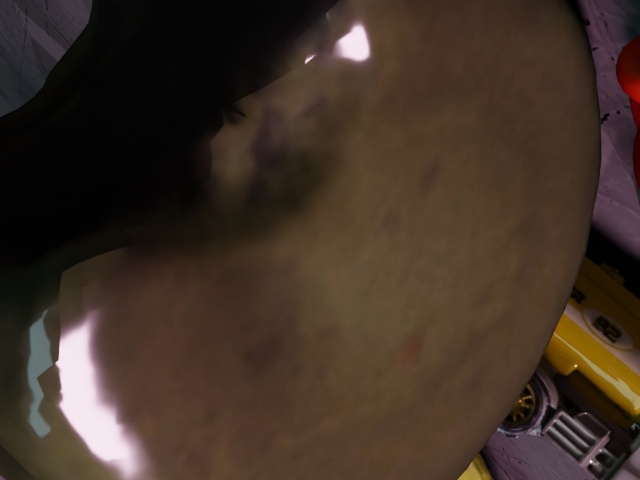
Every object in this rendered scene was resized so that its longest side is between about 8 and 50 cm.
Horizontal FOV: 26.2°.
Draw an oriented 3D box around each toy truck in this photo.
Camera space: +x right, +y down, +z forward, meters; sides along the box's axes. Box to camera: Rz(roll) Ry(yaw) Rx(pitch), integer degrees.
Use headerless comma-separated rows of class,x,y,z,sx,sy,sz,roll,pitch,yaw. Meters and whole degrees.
toy truck,0.163,0.082,0.801,0.227,0.114,0.098,41,-173,21

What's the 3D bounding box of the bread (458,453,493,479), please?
bread,-0.021,0.259,1.291,0.348,0.308,0.348,42,165,14

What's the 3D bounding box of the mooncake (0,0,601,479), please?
mooncake,-0.026,-0.009,0.674,0.187,0.351,0.351,27,153,41

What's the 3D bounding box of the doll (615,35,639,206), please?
doll,0.185,0.011,0.633,0.245,0.076,0.142,62,-170,-50
